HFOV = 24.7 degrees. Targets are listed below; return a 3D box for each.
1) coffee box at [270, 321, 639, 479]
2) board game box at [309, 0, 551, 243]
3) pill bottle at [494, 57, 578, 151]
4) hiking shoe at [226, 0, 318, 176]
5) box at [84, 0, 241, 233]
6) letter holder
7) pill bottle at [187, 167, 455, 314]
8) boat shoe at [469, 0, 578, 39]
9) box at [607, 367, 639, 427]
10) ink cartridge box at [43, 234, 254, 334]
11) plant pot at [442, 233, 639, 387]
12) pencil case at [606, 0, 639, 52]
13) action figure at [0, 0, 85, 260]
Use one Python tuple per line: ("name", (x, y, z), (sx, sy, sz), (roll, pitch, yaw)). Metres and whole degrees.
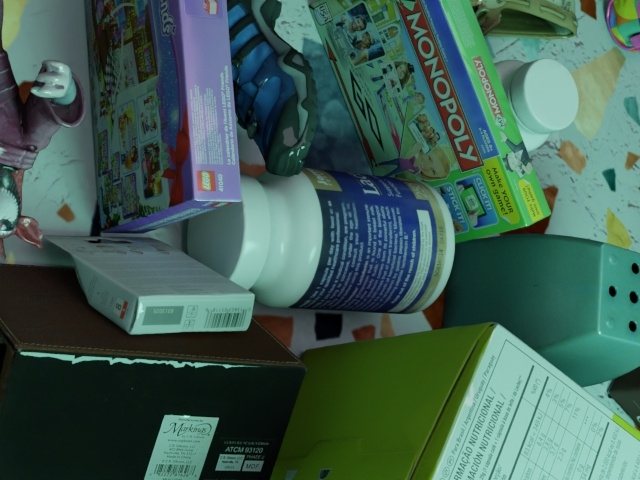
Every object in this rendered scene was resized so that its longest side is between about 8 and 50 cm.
("coffee box", (0.125, 0.319, 1.484), (0.334, 0.338, 0.338), (36, 64, -23))
("board game box", (0.118, -0.151, 1.642), (0.046, 0.213, 0.317), (-24, 95, -35))
("pill bottle", (0.209, -0.151, 1.720), (0.112, 0.187, 0.112), (7, 78, -34))
("hiking shoe", (-0.094, -0.182, 1.534), (0.132, 0.113, 0.304), (-3, 50, -21))
("box", (-0.162, -0.165, 1.459), (0.057, 0.201, 0.293), (0, 82, -34))
("letter holder", (-0.207, 0.133, 1.423), (0.302, 0.214, 0.152), (7, 109, -34))
("pill bottle", (0.000, 0.000, 1.569), (0.265, 0.153, 0.153), (4, 79, -34))
("boat shoe", (0.217, -0.284, 1.801), (0.285, 0.104, 0.089), (-13, 86, -36))
("box", (0.562, 0.185, 1.782), (0.191, 0.381, 0.143), (46, 62, -19))
("ink cartridge box", (-0.175, 0.041, 1.434), (0.145, 0.179, 0.045), (1, 106, -43))
("plant pot", (0.281, 0.081, 1.698), (0.166, 0.234, 0.165), (15, 73, -32))
("pencil case", (0.501, -0.318, 2.009), (0.236, 0.104, 0.104), (-15, 90, -34))
("action figure", (-0.355, -0.154, 1.375), (0.248, 0.276, 0.370), (-16, 111, -4))
